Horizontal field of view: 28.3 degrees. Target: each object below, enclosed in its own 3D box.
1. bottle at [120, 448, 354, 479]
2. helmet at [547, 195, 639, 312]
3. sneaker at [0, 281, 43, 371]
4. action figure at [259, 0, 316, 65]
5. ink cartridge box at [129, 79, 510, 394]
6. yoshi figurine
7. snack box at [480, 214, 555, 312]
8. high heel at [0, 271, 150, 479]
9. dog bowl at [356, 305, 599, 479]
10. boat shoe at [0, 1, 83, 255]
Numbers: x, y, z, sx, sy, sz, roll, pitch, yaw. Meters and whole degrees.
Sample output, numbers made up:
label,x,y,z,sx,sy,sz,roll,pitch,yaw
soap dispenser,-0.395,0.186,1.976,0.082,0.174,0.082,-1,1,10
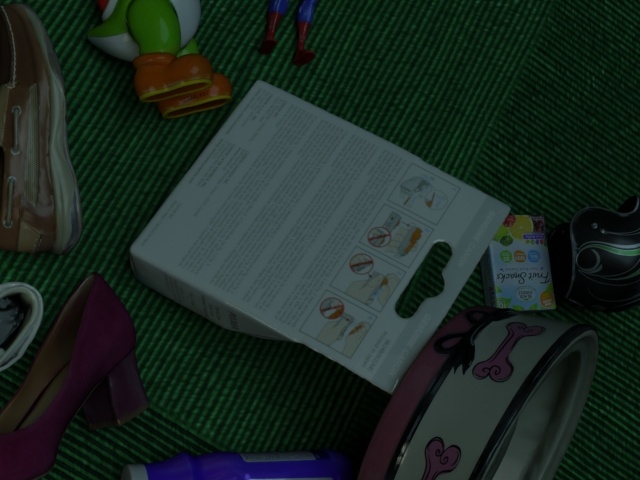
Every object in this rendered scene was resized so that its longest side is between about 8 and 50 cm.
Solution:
label,x,y,z,sx,sy,sz,roll,pitch,yaw
bottle,-0.103,0.307,1.566,0.283,0.118,0.092,3,77,-23
helmet,0.423,0.020,1.835,0.162,0.169,0.169,-1,78,-7
sneaker,-0.439,0.148,1.433,0.108,0.169,0.292,48,66,-8
action figure,-0.009,-0.401,1.767,0.091,0.139,0.280,15,70,-21
ink cartridge box,0.000,0.000,1.611,0.385,0.091,0.308,28,65,14
yoshi figurine,-0.188,-0.358,1.659,0.203,0.203,0.362,-8,78,-41
snack box,0.283,0.034,1.839,0.100,0.037,0.141,-1,79,-22
high heel,-0.342,0.169,1.432,0.377,0.127,0.181,-29,103,-61
dog bowl,0.186,0.261,1.570,0.150,0.408,0.408,27,63,24
boat shoe,-0.374,-0.138,1.556,0.116,0.123,0.324,-8,79,-22
